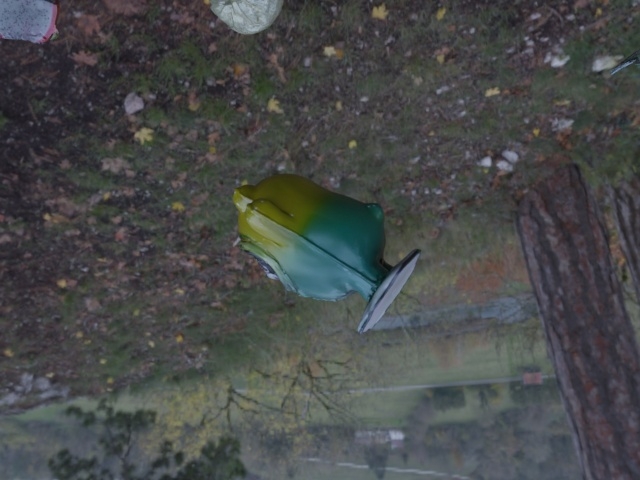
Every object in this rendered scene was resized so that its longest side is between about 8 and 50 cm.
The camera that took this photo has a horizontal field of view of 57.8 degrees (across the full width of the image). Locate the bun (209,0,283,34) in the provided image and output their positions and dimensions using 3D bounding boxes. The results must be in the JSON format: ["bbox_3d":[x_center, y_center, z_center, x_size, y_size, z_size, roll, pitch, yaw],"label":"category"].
[{"bbox_3d":[-0.139,-0.451,1.020,0.111,0.188,0.164,0,144,-37],"label":"bun"}]

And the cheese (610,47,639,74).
[{"bbox_3d":[0.394,-0.225,0.681,0.067,0.121,0.026,-35,98,2],"label":"cheese"}]

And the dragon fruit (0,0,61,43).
[{"bbox_3d":[-0.337,-0.257,0.650,0.083,0.060,0.056,-1,126,-25],"label":"dragon fruit"}]

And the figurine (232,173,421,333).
[{"bbox_3d":[0.000,0.000,1.085,0.340,0.231,0.323,34,-172,13],"label":"figurine"}]
